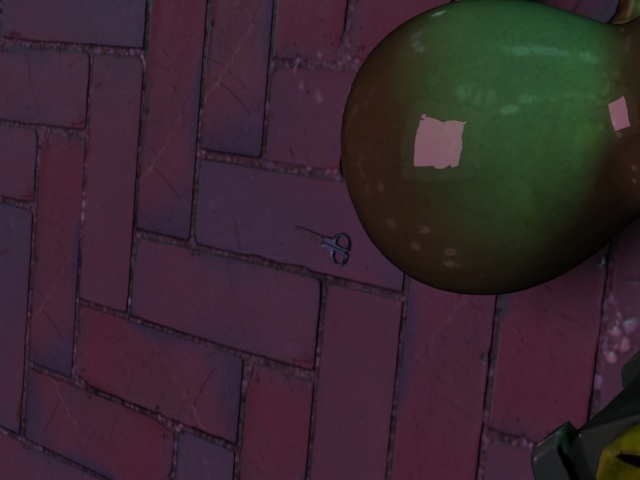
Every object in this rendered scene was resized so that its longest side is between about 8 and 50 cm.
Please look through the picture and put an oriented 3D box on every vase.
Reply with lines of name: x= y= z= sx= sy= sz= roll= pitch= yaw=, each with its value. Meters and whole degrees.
vase: x=0.189 y=-0.122 z=0.943 sx=0.302 sy=0.241 sz=0.329 roll=-8 pitch=60 yaw=31

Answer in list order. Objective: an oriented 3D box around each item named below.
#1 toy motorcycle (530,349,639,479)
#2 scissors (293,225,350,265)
toy motorcycle: x=0.305 y=0.242 z=0.871 sx=0.200 sy=0.191 sz=0.326 roll=-28 pitch=91 yaw=49
scissors: x=0.000 y=0.000 z=1.246 sx=0.083 sy=0.006 sz=0.036 roll=25 pitch=111 yaw=40
